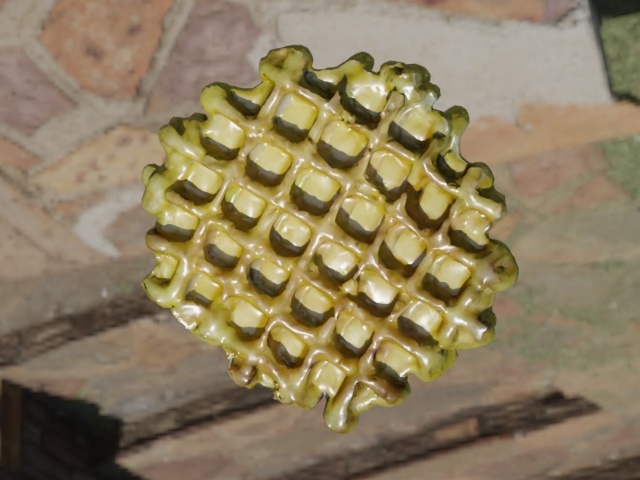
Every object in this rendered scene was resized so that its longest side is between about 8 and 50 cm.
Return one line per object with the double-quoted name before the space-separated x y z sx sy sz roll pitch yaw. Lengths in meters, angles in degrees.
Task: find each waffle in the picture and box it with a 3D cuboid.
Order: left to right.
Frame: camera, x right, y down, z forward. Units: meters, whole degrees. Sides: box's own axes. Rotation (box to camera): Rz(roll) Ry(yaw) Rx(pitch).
"waffle" 0.002 -0.005 0.626 0.191 0.191 0.038 -11 -176 13
